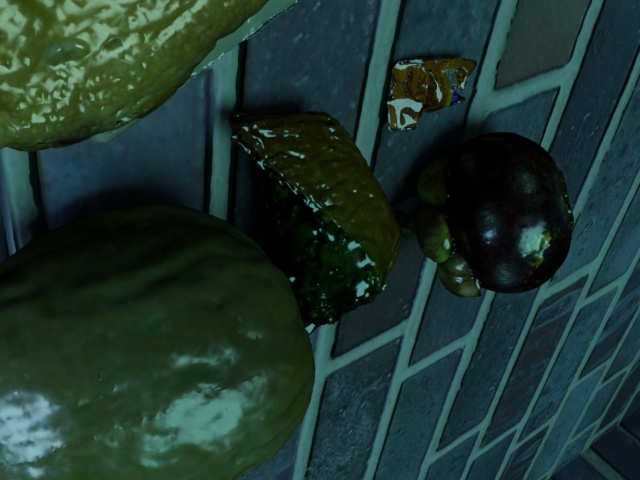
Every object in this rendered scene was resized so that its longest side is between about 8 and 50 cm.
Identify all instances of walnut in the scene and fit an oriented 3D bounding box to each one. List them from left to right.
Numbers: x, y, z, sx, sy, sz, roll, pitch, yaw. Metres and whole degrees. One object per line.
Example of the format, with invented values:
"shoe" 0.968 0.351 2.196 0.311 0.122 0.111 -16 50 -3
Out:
"walnut" -0.144 0.103 0.617 0.282 0.227 0.283 -2 95 -24

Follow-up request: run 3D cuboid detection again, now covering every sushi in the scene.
"sushi" 0.000 -0.001 0.740 0.140 0.149 0.287 -34 149 -13

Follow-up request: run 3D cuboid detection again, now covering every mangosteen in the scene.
"mangosteen" 0.186 -0.027 0.916 0.217 0.192 0.192 -11 146 12

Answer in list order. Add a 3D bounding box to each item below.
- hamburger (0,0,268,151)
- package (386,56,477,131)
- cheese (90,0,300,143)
"hamburger" -0.142 -0.198 0.378 0.318 0.158 0.319 -29 143 -25
"package" 0.118 -0.157 0.818 0.110 0.033 0.077 -17 145 -31
"cheese" -0.030 -0.219 0.596 0.400 0.034 0.085 -40 141 -12
